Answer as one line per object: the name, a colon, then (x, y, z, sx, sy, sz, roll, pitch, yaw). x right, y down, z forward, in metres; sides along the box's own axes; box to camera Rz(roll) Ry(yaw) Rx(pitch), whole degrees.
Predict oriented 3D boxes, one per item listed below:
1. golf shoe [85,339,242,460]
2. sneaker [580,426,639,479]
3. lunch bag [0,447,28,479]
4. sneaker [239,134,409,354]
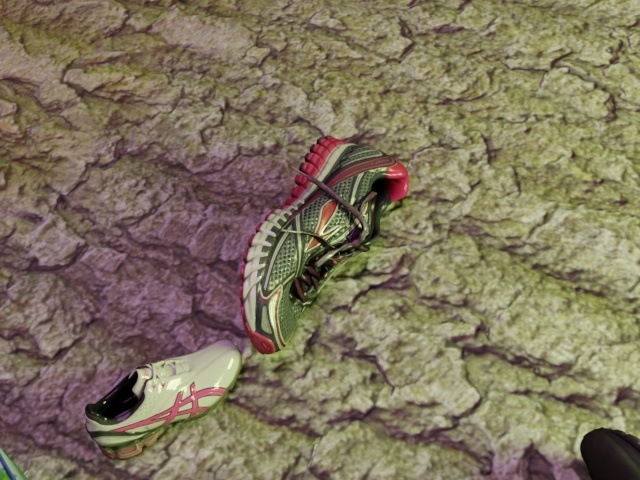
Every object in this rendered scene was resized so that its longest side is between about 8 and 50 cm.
golf shoe: (-0.167, 0.162, 1.244, 0.186, 0.086, 0.067, -34, 51, -15)
sneaker: (0.291, 0.294, 1.022, 0.130, 0.109, 0.286, -25, 49, 2)
lunch bag: (-0.386, 0.323, 1.170, 0.219, 0.090, 0.176, -35, 52, -14)
sneaker: (0.000, 0.000, 1.306, 0.112, 0.121, 0.299, 16, 58, 22)
